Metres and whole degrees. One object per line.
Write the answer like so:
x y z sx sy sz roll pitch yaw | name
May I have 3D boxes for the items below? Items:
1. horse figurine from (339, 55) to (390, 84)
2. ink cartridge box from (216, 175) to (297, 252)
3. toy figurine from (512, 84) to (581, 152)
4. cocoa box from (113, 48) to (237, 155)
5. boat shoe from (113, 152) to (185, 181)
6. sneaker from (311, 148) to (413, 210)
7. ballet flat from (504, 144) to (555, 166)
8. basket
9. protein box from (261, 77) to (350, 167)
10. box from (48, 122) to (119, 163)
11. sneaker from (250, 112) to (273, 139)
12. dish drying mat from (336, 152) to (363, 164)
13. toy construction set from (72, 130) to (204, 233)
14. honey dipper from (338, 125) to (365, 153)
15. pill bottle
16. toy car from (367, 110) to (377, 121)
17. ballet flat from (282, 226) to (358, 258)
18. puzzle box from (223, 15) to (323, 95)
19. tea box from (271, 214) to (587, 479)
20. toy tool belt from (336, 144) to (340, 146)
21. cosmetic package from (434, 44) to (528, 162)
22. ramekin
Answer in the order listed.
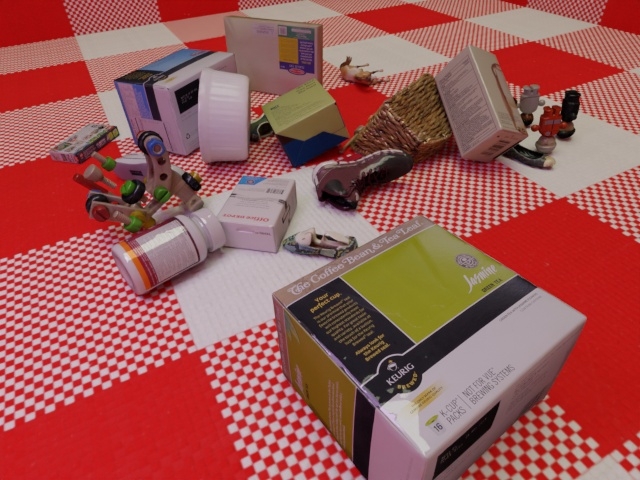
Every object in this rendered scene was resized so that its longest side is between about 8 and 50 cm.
0.166 -0.702 1.879 0.174 0.066 0.263 -24 47 -33 | horse figurine
-0.154 -0.071 1.121 0.148 0.086 0.203 7 41 11 | ink cartridge box
0.688 -0.386 1.420 0.209 0.148 0.213 27 50 38 | toy figurine
-0.458 -0.476 1.507 0.227 0.232 0.347 14 42 22 | cocoa box
-0.487 -0.216 1.305 0.258 0.095 0.084 14 47 18 | boat shoe
0.119 -0.146 1.200 0.281 0.106 0.163 -11 44 7 | sneaker
0.614 -0.262 1.338 0.173 0.049 0.057 31 51 34 | ballet flat
0.284 -0.345 1.422 0.213 0.223 0.299 47 52 2 | basket
-0.049 -0.366 1.389 0.199 0.136 0.201 -28 43 1 | protein box
-0.785 -0.328 1.499 0.114 0.036 0.207 9 41 13 | box
-0.176 -0.396 1.532 0.086 0.064 0.192 29 54 30 | sneaker
0.091 -0.250 1.384 0.083 0.008 0.032 -28 45 -26 | dish drying mat
-0.449 -0.117 1.151 0.308 0.237 0.258 6 68 37 | toy construction set
0.100 -0.327 1.460 0.030 0.031 0.161 20 47 24 | honey dipper
-0.332 0.017 0.997 0.221 0.121 0.121 -32 48 -31 | pill bottle
0.222 -0.451 1.592 0.060 0.041 0.122 31 50 33 | toy car
0.000 0.000 1.045 0.188 0.070 0.070 8 41 13 | ballet flat
-0.181 -0.710 1.747 0.408 0.272 0.052 16 39 20 | puzzle box
0.149 0.171 0.712 0.329 0.220 0.323 -26 46 -26 | tea box
0.038 -0.341 1.457 0.052 0.051 0.083 0 30 -45 | toy tool belt
0.466 -0.397 1.316 0.129 0.153 0.296 2 67 -32 | cosmetic package
-0.281 -0.370 1.350 0.135 0.277 0.277 2 39 -8 | ramekin
